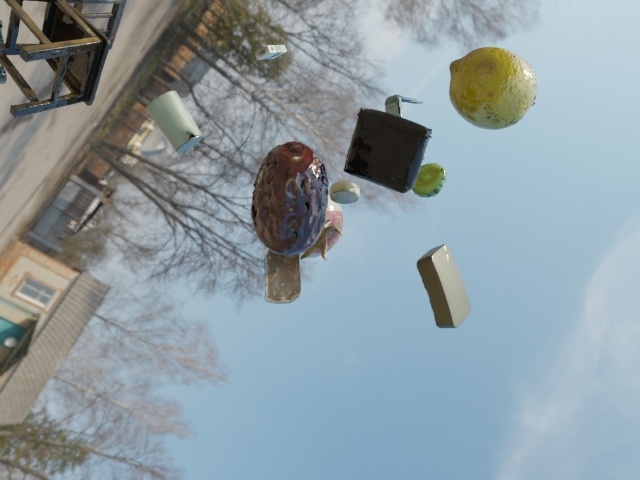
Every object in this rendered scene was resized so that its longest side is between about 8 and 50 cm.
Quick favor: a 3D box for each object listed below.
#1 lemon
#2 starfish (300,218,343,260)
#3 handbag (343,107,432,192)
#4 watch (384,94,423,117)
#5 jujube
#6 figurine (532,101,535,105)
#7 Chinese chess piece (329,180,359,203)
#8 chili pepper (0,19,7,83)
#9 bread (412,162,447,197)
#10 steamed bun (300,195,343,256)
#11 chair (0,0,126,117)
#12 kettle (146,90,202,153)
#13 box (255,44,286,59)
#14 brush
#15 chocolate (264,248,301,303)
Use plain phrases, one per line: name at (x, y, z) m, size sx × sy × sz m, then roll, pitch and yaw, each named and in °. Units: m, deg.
lemon at (0.563, -0.506, 1.653) m, size 0.257 × 0.310 × 0.258 m, roll -57°, pitch -167°, yaw 20°
starfish at (0.000, 0.000, 2.113) m, size 0.236 × 0.062 × 0.277 m, roll -37°, pitch -149°, yaw 30°
handbag at (0.202, -0.280, 1.559) m, size 0.080 × 0.247 × 0.222 m, roll -34°, pitch 143°, yaw -56°
watch at (0.332, -0.480, 1.907) m, size 0.068 × 0.275 × 0.276 m, roll -11°, pitch -111°, yaw 33°
jujube at (-0.099, -0.120, 1.584) m, size 0.258 × 0.259 × 0.376 m, roll -80°, pitch 175°, yaw -45°
figurine at (0.744, -0.547, 1.882) m, size 0.125 × 0.138 × 0.125 m, roll -29°, pitch 169°, yaw -6°
Chinese chess piece at (0.095, -0.190, 1.975) m, size 0.122 × 0.122 × 0.051 m, roll -26°, pitch -124°, yaw 47°
chili pepper at (-0.940, -0.492, 1.346) m, size 0.148 × 0.116 × 0.265 m, roll -19°, pitch -175°, yaw -39°
bread at (0.403, -0.224, 1.866) m, size 0.130 × 0.071 × 0.139 m, roll 29°, pitch -94°, yaw 27°
steamed bun at (-0.025, -0.077, 2.526) m, size 0.241 × 0.374 × 0.374 m, roll 28°, pitch -98°, yaw 34°
chair at (-0.631, -0.491, 1.281) m, size 0.416 × 0.240 × 0.203 m, roll -31°, pitch 163°, yaw -51°
kettle at (-0.416, -0.327, 1.410) m, size 0.127 × 0.148 × 0.098 m, roll -28°, pitch -171°, yaw 34°
box at (-0.144, -0.548, 1.451) m, size 0.054 × 0.024 × 0.083 m, roll -15°, pitch -169°, yaw 36°
brush at (0.313, 0.117, 1.268) m, size 0.059 × 0.197 × 0.123 m, roll -17°, pitch -174°, yaw 37°
chocolate at (-0.167, 0.145, 2.139) m, size 0.080 × 0.157 × 0.253 m, roll 145°, pitch -56°, yaw -75°
